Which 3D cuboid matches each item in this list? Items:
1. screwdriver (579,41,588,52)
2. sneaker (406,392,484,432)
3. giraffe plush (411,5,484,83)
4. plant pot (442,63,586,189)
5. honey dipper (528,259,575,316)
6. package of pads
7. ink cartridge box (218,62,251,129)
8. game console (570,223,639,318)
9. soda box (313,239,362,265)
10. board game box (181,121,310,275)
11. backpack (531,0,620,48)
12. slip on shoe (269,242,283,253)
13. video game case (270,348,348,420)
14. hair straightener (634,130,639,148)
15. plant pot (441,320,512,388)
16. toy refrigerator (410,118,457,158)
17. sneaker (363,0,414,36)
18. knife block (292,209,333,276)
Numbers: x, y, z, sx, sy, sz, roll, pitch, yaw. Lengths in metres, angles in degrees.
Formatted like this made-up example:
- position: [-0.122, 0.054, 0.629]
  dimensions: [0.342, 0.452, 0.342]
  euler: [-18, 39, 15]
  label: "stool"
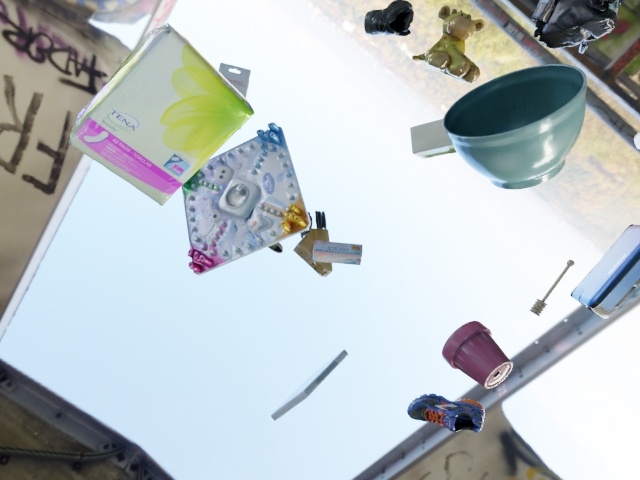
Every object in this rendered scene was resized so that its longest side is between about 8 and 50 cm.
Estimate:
- position: [0.906, -0.684, 1.381]
  dimensions: [0.024, 0.025, 0.170]
  euler: [26, -170, 23]
  label: "screwdriver"
- position: [0.364, 0.505, 1.179]
  dimensions: [0.222, 0.083, 0.087]
  euler: [-3, -164, 13]
  label: "sneaker"
- position: [0.392, -0.577, 1.184]
  dimensions: [0.182, 0.170, 0.210]
  euler: [9, -152, -30]
  label: "giraffe plush"
- position: [0.463, -0.245, 0.952]
  dimensions: [0.196, 0.293, 0.293]
  euler: [57, -168, -31]
  label: "plant pot"
- position: [0.573, 0.115, 1.001]
  dimensions: [0.031, 0.160, 0.030]
  euler: [31, -174, -4]
  label: "honey dipper"
- position: [-0.319, -0.246, 0.816]
  dimensions: [0.229, 0.296, 0.101]
  euler: [41, -169, -39]
  label: "package of pads"
- position: [-0.285, -0.455, 1.284]
  dimensions: [0.105, 0.181, 0.061]
  euler: [12, 174, -6]
  label: "ink cartridge box"
- position: [0.949, 0.113, 1.245]
  dimensions: [0.173, 0.293, 0.250]
  euler: [36, -169, 10]
  label: "game console"
- position: [0.064, 0.047, 1.524]
  dimensions: [0.183, 0.062, 0.058]
  euler: [5, -132, 3]
  label: "soda box"
- position: [-0.257, -0.137, 1.241]
  dimensions: [0.050, 0.390, 0.389]
  euler: [44, -154, -62]
  label: "board game box"
- position: [0.537, -0.503, 0.838]
  dimensions: [0.152, 0.181, 0.115]
  euler: [5, 173, 45]
  label: "backpack"
- position: [-0.192, 0.003, 1.503]
  dimensions: [0.135, 0.051, 0.041]
  euler: [44, -177, -26]
  label: "slip on shoe"
- position: [-0.029, 0.385, 1.080]
  dimensions: [0.023, 0.201, 0.183]
  euler: [48, -137, 10]
  label: "video game case"
- position: [0.841, -0.275, 1.001]
  dimensions: [0.231, 0.089, 0.047]
  euler: [3, -105, -57]
  label: "hair straightener"
- position: [0.574, 0.421, 1.464]
  dimensions: [0.201, 0.201, 0.180]
  euler: [21, -162, -40]
  label: "plant pot"
- position: [0.413, -0.312, 1.197]
  dimensions: [0.102, 0.270, 0.094]
  euler: [1, -97, -57]
  label: "toy refrigerator"
- position: [0.241, -0.663, 1.215]
  dimensions: [0.130, 0.087, 0.228]
  euler: [24, -136, 29]
  label: "sneaker"
- position: [0.000, 0.000, 1.912]
  dimensions: [0.276, 0.088, 0.242]
  euler: [43, -119, 2]
  label: "knife block"
